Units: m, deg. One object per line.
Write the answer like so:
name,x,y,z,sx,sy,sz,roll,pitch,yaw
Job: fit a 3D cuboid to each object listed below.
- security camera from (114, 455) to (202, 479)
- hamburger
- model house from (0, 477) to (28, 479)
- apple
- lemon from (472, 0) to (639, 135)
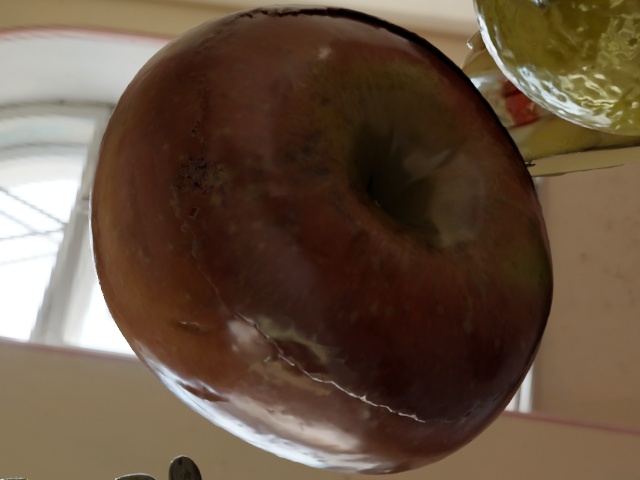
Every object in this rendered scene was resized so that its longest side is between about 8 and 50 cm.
security camera,-0.181,0.272,1.204,0.058,0.092,0.058,46,-148,-40
hamburger,0.288,-0.168,1.187,0.302,0.260,0.186,177,86,-73
model house,-0.467,0.445,1.649,0.195,0.214,0.189,-7,-94,-44
apple,0.000,0.000,0.630,0.206,0.271,0.252,-35,38,52
lemon,0.243,-0.203,0.831,0.267,0.267,0.267,8,-90,-86
